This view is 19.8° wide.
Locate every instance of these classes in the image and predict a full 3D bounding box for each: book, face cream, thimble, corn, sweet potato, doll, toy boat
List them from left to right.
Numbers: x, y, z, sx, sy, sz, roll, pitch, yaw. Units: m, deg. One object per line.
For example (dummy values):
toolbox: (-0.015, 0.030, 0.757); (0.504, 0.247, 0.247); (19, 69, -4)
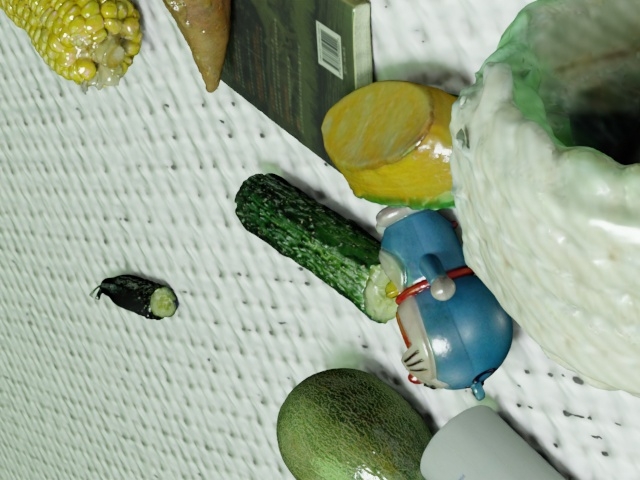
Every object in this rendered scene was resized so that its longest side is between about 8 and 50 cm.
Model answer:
corn: (-0.259, -0.243, 1.661); (0.292, 0.101, 0.101); (46, 152, 38)
sweet potato: (-0.098, -0.201, 1.371); (0.060, 0.068, 0.206); (-111, 7, -54)
book: (-0.036, -0.158, 1.391); (0.228, 0.024, 0.160); (40, 146, 40)
toy boat: (0.072, -0.058, 1.239); (0.088, 0.089, 0.229); (30, 171, -28)
doll: (0.086, 0.044, 1.308); (0.114, 0.085, 0.152); (68, 180, -82)
face cream: (0.178, 0.225, 1.327); (0.250, 0.077, 0.077); (43, 150, 35)
thimble: (0.174, -0.029, 0.890); (0.219, 0.219, 0.150); (37, 148, 42)

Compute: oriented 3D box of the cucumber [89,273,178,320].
cucumber: (-0.198, 0.056, 1.931); (0.039, 0.043, 0.163); (25, 176, -29)

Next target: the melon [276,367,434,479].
melon: (0.030, 0.169, 1.513); (0.167, 0.114, 0.114); (41, 149, 36)

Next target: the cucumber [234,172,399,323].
cucumber: (0.000, -0.001, 1.457); (0.187, 0.058, 0.058); (35, 145, 43)
